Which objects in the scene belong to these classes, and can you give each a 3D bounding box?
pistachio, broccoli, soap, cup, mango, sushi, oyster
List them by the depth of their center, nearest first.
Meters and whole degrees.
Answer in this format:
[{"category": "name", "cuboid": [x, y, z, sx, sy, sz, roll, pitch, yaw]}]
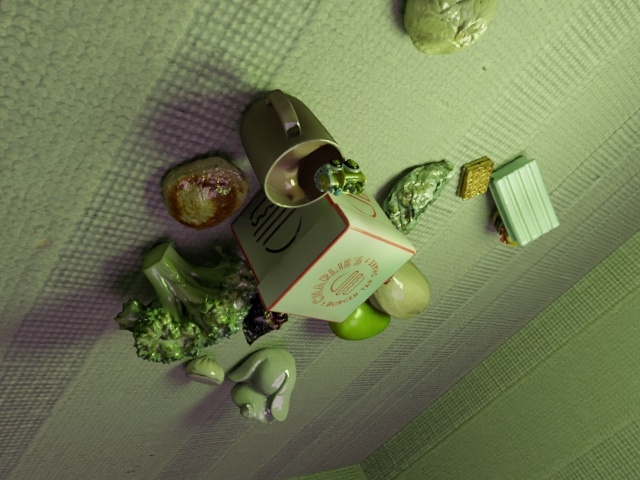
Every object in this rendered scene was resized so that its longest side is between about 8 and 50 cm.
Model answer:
[{"category": "cup", "cuboid": [-0.077, -0.227, 1.208, 0.191, 0.200, 0.253, -25, 146, -8]}, {"category": "broccoli", "cuboid": [-0.351, 0.168, 1.458, 0.317, 0.277, 0.339, 27, 109, -29]}, {"category": "oyster", "cuboid": [0.297, -0.127, 1.681, 0.198, 0.112, 0.268, -2, 125, -45]}, {"category": "sushi", "cuboid": [-0.169, 0.217, 1.741, 0.150, 0.153, 0.172, -10, 124, 5]}, {"category": "soap", "cuboid": [0.690, -0.133, 1.876, 0.159, 0.087, 0.266, -30, 110, 0]}, {"category": "pistachio", "cuboid": [0.267, 0.157, 1.955, 0.331, 0.207, 0.226, 31, 70, -36]}, {"category": "mango", "cuboid": [0.155, 0.293, 2.068, 0.192, 0.156, 0.343, -42, 146, 20]}]

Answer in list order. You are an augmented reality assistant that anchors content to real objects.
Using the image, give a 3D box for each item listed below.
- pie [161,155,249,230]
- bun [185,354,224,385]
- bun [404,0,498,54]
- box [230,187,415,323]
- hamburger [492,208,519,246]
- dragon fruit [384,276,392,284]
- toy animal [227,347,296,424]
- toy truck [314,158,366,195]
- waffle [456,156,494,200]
[{"category": "pie", "cuboid": [-0.270, -0.112, 1.313, 0.205, 0.084, 0.179, -20, 144, -10]}, {"category": "bun", "cuboid": [-0.397, 0.447, 1.915, 0.138, 0.094, 0.138, 11, 150, 6]}, {"category": "bun", "cuboid": [0.290, -0.497, 1.200, 0.220, 0.134, 0.220, -21, 148, -14]}, {"category": "box", "cuboid": [0.000, 0.000, 1.461, 0.314, 0.300, 0.312, -46, 142, 20]}, {"category": "hamburger", "cuboid": [0.723, -0.073, 2.043, 0.175, 0.137, 0.175, -13, 136, -13]}, {"category": "dragon fruit", "cuboid": [0.174, 0.079, 1.793, 0.153, 0.153, 0.111, -41, 168, 15]}, {"category": "toy animal", "cuboid": [-0.194, 0.529, 2.059, 0.265, 0.271, 0.206, -53, 166, 10]}, {"category": "toy truck", "cuboid": [0.043, -0.125, 1.180, 0.111, 0.077, 0.076, -6, 138, -32]}, {"category": "waffle", "cuboid": [0.508, -0.202, 1.808, 0.102, 0.042, 0.148, -21, 144, -11]}]
